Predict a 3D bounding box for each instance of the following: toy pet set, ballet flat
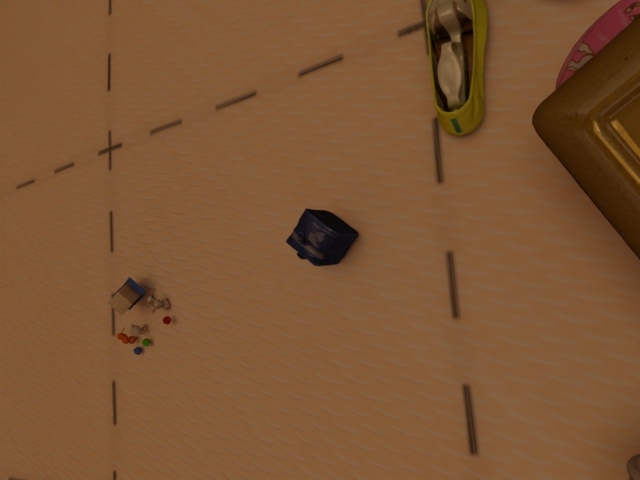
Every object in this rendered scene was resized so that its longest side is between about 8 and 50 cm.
[{"bbox_3d":[-0.341,0.132,0.923,0.114,0.065,0.122,44,115,-9],"label":"toy pet set"},{"bbox_3d":[0.169,-0.249,0.617,0.077,0.077,0.231,-6,81,32],"label":"ballet flat"}]

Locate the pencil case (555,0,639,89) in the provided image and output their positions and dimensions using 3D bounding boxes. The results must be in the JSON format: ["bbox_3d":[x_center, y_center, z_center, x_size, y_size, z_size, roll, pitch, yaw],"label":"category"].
[{"bbox_3d":[0.388,-0.063,0.404,0.386,0.167,0.160,55,134,24],"label":"pencil case"}]

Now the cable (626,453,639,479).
[{"bbox_3d":[0.360,0.200,0.339,0.256,0.257,0.089,-5,77,8],"label":"cable"}]

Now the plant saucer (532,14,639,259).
[{"bbox_3d":[0.333,-0.063,0.281,0.333,0.080,0.333,-47,66,42],"label":"plant saucer"}]

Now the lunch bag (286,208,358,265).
[{"bbox_3d":[0.000,0.000,0.684,0.067,0.098,0.065,38,108,24],"label":"lunch bag"}]
